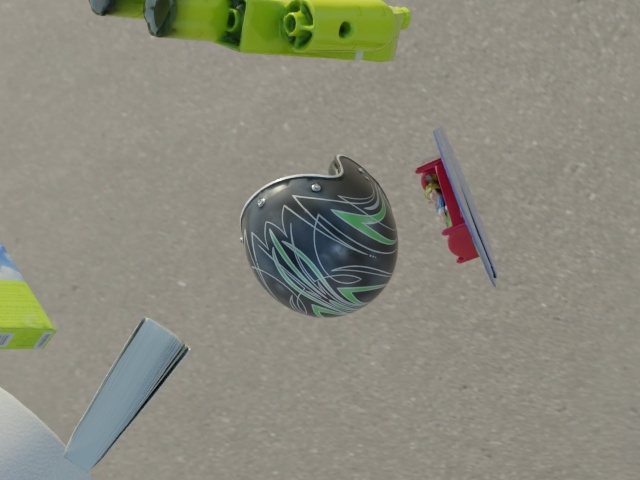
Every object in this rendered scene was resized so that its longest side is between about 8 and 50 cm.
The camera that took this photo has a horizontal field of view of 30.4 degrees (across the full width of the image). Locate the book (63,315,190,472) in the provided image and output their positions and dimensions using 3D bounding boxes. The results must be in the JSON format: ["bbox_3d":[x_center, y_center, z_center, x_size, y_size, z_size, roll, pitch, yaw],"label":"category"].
[{"bbox_3d":[-0.127,0.097,0.762,0.035,0.144,0.096,36,83,-4],"label":"book"}]

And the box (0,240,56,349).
[{"bbox_3d":[-0.418,0.060,1.473,0.042,0.109,0.178,-51,60,21],"label":"box"}]

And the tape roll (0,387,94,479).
[{"bbox_3d":[-0.320,0.249,0.970,0.392,0.072,0.392,16,126,22],"label":"tape roll"}]

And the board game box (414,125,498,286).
[{"bbox_3d":[0.106,-0.025,0.967,0.033,0.169,0.133,-21,94,12],"label":"board game box"}]

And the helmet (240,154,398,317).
[{"bbox_3d":[0.000,0.000,1.240,0.169,0.161,0.169,7,114,15],"label":"helmet"}]

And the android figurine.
[{"bbox_3d":[-0.044,-0.193,0.974,0.248,0.273,0.056,28,115,46],"label":"android figurine"}]
